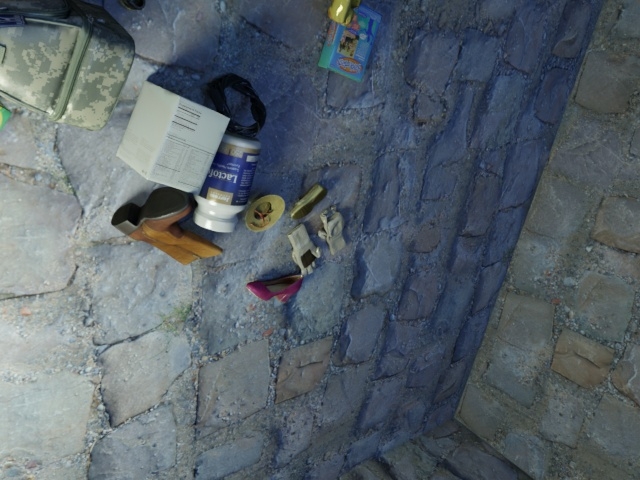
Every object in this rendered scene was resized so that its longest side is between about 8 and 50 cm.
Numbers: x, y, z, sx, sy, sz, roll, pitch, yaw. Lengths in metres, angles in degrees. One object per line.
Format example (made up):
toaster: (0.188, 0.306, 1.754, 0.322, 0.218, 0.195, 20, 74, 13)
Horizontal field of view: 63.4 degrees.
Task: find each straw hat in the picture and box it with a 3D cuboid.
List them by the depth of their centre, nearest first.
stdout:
straw hat: (-0.186, -0.102, 1.612, 0.144, 0.061, 0.144, -23, 142, -20)

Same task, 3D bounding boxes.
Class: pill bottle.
pill bottle: (-0.265, -0.167, 1.433, 0.153, 0.153, 0.265, 1, 112, -43)

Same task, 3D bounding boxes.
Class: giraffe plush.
giraffe plush: (0.025, -0.704, 1.398, 0.181, 0.170, 0.210, -62, 174, 6)

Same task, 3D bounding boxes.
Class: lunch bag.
lunch bag: (-0.524, -0.365, 0.962, 0.256, 0.305, 0.212, 10, 118, -44)

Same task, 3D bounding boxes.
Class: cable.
cable: (-0.215, -0.358, 1.391, 0.150, 0.047, 0.184, -27, 86, -45)

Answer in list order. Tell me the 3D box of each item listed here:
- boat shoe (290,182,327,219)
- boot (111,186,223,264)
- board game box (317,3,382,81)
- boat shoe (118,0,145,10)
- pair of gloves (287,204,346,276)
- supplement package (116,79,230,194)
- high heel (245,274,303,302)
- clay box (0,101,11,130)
boat shoe: (-0.046, -0.132, 1.745, 0.153, 0.048, 0.056, -44, 148, -5)
boot: (-0.363, -0.016, 1.376, 0.264, 0.096, 0.280, -20, 143, 26)
board game box: (0.092, -0.613, 1.586, 0.160, 0.047, 0.210, 6, 108, -45)
boat shoe: (-0.427, -0.599, 1.091, 0.080, 0.073, 0.223, -36, 134, -22)
pair of gloves: (0.000, 0.000, 1.859, 0.240, 0.042, 0.204, -33, 132, -26)
supplement package: (-0.362, -0.251, 1.263, 0.149, 0.194, 0.203, 16, 102, -47)
high heel: (-0.151, 0.147, 1.765, 0.117, 0.082, 0.244, -53, 143, 8)
clay box: (-0.707, -0.186, 1.028, 0.053, 0.127, 0.222, 31, 91, -47)
